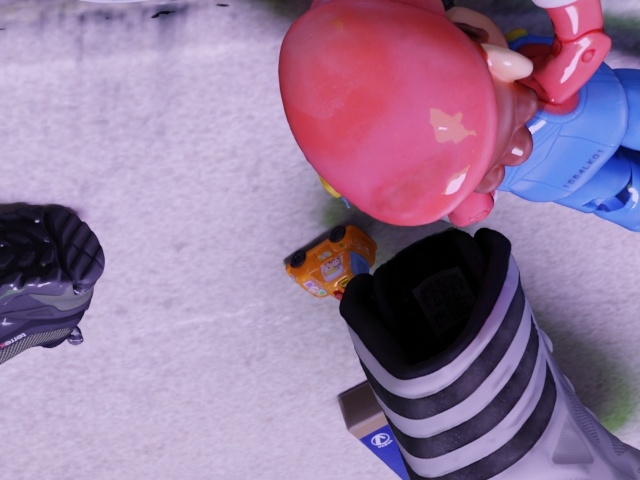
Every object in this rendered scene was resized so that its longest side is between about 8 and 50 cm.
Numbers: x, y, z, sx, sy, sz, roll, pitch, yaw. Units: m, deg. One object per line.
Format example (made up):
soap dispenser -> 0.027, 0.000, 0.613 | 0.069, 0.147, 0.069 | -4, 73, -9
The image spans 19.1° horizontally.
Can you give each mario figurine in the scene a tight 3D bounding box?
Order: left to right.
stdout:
mario figurine -> 0.101, -0.097, 1.072 | 0.320, 0.170, 0.198 | 7, 100, -44

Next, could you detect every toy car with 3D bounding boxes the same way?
toy car -> 0.000, 0.000, 1.178 | 0.060, 0.040, 0.122 | -22, 143, 4

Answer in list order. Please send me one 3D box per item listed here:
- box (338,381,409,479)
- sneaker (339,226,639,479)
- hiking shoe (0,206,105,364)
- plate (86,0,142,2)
box -> 0.123, 0.144, 1.412 | 0.136, 0.036, 0.225 | -29, 142, 12
sneaker -> 0.147, 0.110, 1.230 | 0.169, 0.257, 0.447 | -21, 173, 13
hiking shoe -> -0.239, 0.050, 1.103 | 0.227, 0.086, 0.114 | -5, 137, -18
plate -> -0.059, -0.175, 0.920 | 0.188, 0.024, 0.188 | -20, 163, -7
